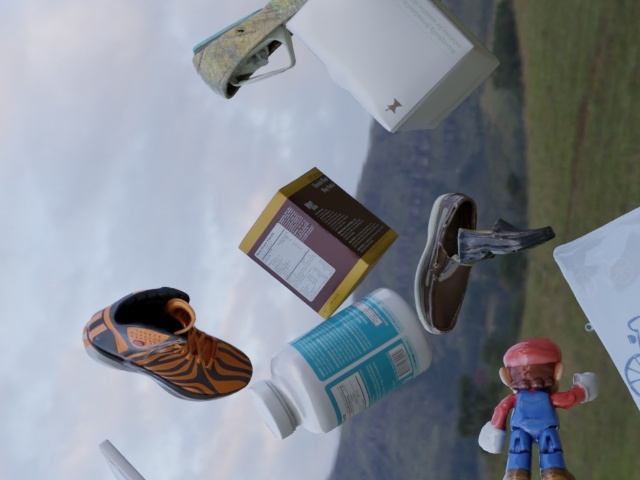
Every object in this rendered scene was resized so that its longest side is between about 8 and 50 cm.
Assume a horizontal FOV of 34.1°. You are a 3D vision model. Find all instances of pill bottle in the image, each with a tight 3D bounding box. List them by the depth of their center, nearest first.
[{"bbox_3d":[0.027,0.192,1.569,0.264,0.146,0.146,-29,-40,-16],"label":"pill bottle"}]

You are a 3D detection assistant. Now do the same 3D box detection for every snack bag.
[{"bbox_3d":[0.550,0.104,1.658,0.037,0.323,0.342,-26,-97,-36],"label":"snack bag"}]

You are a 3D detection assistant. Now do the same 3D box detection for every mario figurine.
[{"bbox_3d":[0.429,0.341,2.033,0.170,0.198,0.320,123,160,-54],"label":"mario figurine"}]

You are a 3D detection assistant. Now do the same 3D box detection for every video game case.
[{"bbox_3d":[-0.296,0.447,1.791,0.023,0.201,0.183,-40,-26,-21],"label":"video game case"}]

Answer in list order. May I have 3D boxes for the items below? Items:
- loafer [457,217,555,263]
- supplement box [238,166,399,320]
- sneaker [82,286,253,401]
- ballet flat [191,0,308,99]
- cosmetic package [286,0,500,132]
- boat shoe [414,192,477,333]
[{"bbox_3d":[0.299,-0.007,1.706,0.062,0.170,0.061,-1,-101,-62],"label":"loafer"},{"bbox_3d":[0.000,0.000,1.772,0.129,0.194,0.191,-53,-5,24],"label":"supplement box"},{"bbox_3d":[-0.228,0.178,1.770,0.180,0.321,0.125,-36,45,45],"label":"sneaker"},{"bbox_3d":[-0.051,-0.339,1.652,0.123,0.348,0.123,44,-153,-30],"label":"ballet flat"},{"bbox_3d":[0.113,-0.263,1.421,0.155,0.197,0.365,-45,-4,14],"label":"cosmetic package"},{"bbox_3d":[0.231,0.041,1.865,0.095,0.095,0.257,180,95,-67],"label":"boat shoe"}]
